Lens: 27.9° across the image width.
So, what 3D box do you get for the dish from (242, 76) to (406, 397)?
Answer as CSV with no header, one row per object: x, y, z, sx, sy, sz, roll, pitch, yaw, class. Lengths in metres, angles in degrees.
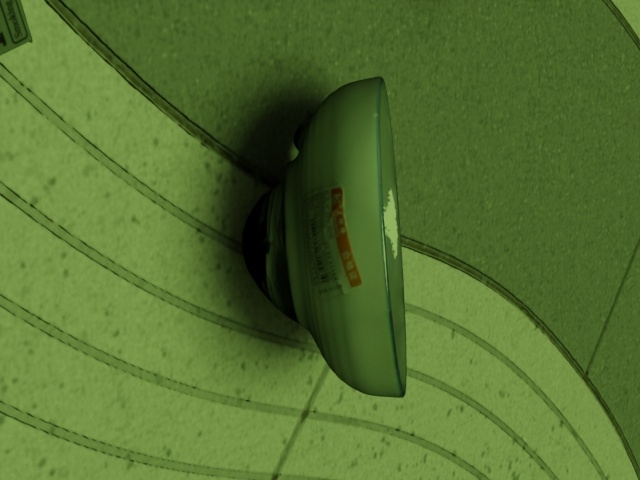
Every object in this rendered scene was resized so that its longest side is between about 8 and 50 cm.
0.000,0.000,1.102,0.273,0.133,0.274,-3,90,-83,dish

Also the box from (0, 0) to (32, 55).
-0.254,-0.188,0.810,0.115,0.035,0.178,-38,126,-40,box
